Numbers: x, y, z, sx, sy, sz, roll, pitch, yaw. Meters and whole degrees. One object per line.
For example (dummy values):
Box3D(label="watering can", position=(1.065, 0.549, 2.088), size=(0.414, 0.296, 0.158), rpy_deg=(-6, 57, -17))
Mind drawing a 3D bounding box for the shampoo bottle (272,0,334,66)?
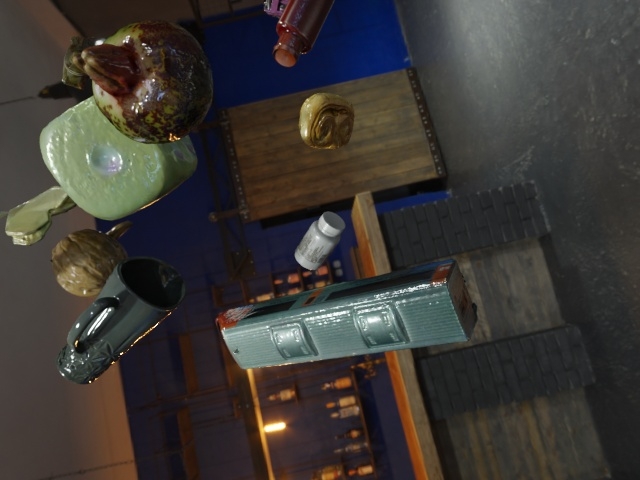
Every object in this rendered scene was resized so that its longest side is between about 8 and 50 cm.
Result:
Box3D(label="shampoo bottle", position=(-0.039, -0.538, 1.127), size=(0.064, 0.102, 0.260), rpy_deg=(-6, 57, 54))

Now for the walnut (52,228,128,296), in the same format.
Box3D(label="walnut", position=(-0.666, 0.071, 1.369), size=(0.213, 0.213, 0.213), rpy_deg=(167, 90, -89))

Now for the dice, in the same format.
Box3D(label="dice", position=(-0.456, -0.210, 1.087), size=(0.254, 0.252, 0.250), rpy_deg=(61, -172, -20))

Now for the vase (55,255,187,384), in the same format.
Box3D(label="vase", position=(-0.461, 0.185, 1.034), size=(0.156, 0.301, 0.251), rpy_deg=(45, -169, 10))

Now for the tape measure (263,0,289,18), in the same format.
Box3D(label="tape measure", position=(-0.112, -0.691, 1.390), size=(0.118, 0.125, 0.074), rpy_deg=(-94, 19, -68))

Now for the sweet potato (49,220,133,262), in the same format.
Box3D(label="sweet potato", position=(-0.729, 0.017, 1.515), size=(0.075, 0.269, 0.075), rpy_deg=(38, 147, 30))

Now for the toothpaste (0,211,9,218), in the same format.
Box3D(label="toothpaste", position=(-0.938, -0.053, 1.220), size=(0.058, 0.056, 0.314), rpy_deg=(38, -167, 1))

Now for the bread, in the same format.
Box3D(label="bread", position=(0.020, -0.434, 1.703), size=(0.120, 0.236, 0.198), rpy_deg=(27, 114, 41))

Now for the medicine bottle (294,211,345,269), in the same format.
Box3D(label="medicine bottle", position=(0.000, 0.000, 1.138), size=(0.140, 0.079, 0.079), rpy_deg=(-56, 33, 34))

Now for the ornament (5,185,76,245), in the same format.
Box3D(label="ornament", position=(-0.797, -0.071, 1.295), size=(0.201, 0.180, 0.059), rpy_deg=(-69, -24, -45))

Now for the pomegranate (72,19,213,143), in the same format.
Box3D(label="pomegranate", position=(-0.301, -0.273, 0.783), size=(0.248, 0.214, 0.214), rpy_deg=(-5, -99, -70))

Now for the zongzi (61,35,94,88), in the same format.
Box3D(label="zongzi", position=(-0.751, -0.602, 1.469), size=(0.184, 0.084, 0.187), rpy_deg=(-29, 58, 52))

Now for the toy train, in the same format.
Box3D(label="toy train", position=(0.000, 0.117, 0.650), size=(0.089, 0.409, 0.086), rpy_deg=(-41, -68, -57))
